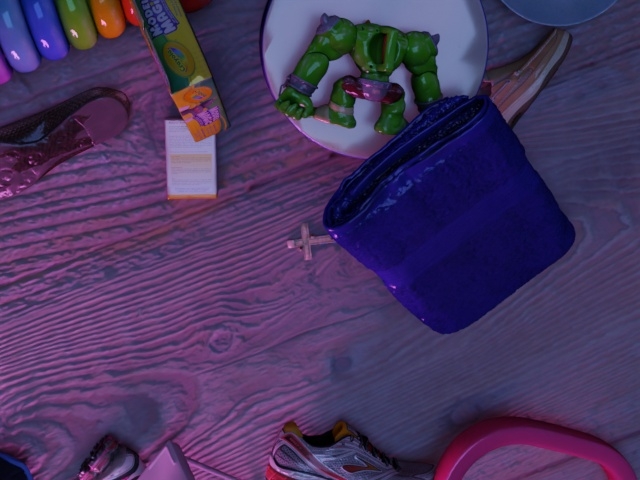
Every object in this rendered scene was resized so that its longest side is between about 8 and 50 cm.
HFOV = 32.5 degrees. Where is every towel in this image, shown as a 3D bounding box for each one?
[{"bbox_3d":[0.156,-0.025,1.289,0.228,0.076,0.308,-37,138,8],"label":"towel"}]

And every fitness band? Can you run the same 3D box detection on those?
[{"bbox_3d":[0.279,0.340,1.428,0.291,0.054,0.209,16,98,-18],"label":"fitness band"}]

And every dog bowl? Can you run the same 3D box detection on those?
[{"bbox_3d":[0.060,-0.229,1.291,0.265,0.104,0.264,-1,102,-4],"label":"dog bowl"}]

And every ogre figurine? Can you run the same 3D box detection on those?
[{"bbox_3d":[0.058,-0.179,1.200,0.197,0.097,0.118,12,107,-2],"label":"ogre figurine"}]

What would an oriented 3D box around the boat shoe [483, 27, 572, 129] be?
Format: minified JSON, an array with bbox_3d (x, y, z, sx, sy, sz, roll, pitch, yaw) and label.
[{"bbox_3d":[0.226,-0.186,1.334,0.072,0.068,0.190,36,98,2],"label":"boat shoe"}]

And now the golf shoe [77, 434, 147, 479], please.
[{"bbox_3d":[-0.297,0.344,1.409,0.086,0.067,0.186,38,97,-12],"label":"golf shoe"}]

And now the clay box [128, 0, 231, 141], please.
[{"bbox_3d":[-0.154,-0.200,1.208,0.053,0.222,0.127,-24,81,-4],"label":"clay box"}]

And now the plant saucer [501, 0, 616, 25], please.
[{"bbox_3d":[0.284,-0.354,1.313,0.195,0.037,0.194,-1,101,-3],"label":"plant saucer"}]

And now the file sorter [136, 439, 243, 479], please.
[{"bbox_3d":[-0.180,0.436,1.361,0.173,0.193,0.277,33,99,-33],"label":"file sorter"}]

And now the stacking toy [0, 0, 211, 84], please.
[{"bbox_3d":[-0.277,-0.277,1.258,0.330,0.141,0.141,-18,102,-6],"label":"stacking toy"}]

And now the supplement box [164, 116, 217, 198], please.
[{"bbox_3d":[-0.157,-0.101,1.339,0.062,0.036,0.098,0,102,-3],"label":"supplement box"}]

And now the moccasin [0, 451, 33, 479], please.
[{"bbox_3d":[-0.454,0.433,1.380,0.138,0.117,0.341,8,97,25],"label":"moccasin"}]

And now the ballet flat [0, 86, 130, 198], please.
[{"bbox_3d":[-0.342,-0.120,1.321,0.250,0.058,0.084,-25,124,8],"label":"ballet flat"}]

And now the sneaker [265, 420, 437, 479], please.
[{"bbox_3d":[0.047,0.284,1.409,0.225,0.088,0.092,10,91,-11],"label":"sneaker"}]

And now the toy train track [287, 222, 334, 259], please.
[{"bbox_3d":[0.000,0.000,1.382,0.083,0.014,0.048,-7,102,-2],"label":"toy train track"}]
